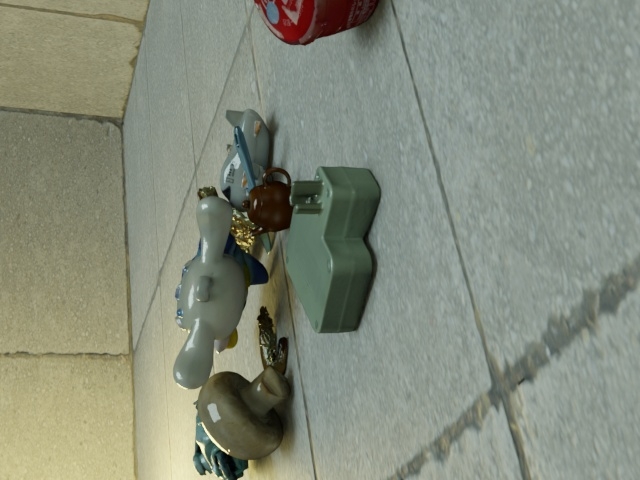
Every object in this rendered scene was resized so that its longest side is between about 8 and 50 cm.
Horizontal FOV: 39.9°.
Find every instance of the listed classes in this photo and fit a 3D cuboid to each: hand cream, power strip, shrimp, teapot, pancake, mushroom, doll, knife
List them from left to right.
[{"bbox_3d":[-0.235,0.106,1.910,0.376,0.187,0.365,-64,-4,0],"label":"doll"},{"bbox_3d":[-0.194,-0.019,2.070,0.244,0.057,0.266,-6,119,54],"label":"pancake"},{"bbox_3d":[-0.148,0.346,1.838,0.204,0.204,0.204,-177,90,-70],"label":"mushroom"},{"bbox_3d":[-0.151,-0.106,1.961,0.044,0.019,0.313,14,125,49],"label":"knife"},{"bbox_3d":[-0.113,-0.078,1.872,0.116,0.116,0.173,-117,36,-53],"label":"teapot"},{"bbox_3d":[-0.105,0.216,1.919,0.124,0.034,0.178,138,130,-59],"label":"shrimp"},{"bbox_3d":[-0.011,-0.458,1.508,0.230,0.149,0.230,42,144,42],"label":"hand cream"},{"bbox_3d":[0.000,0.000,1.525,0.229,0.141,0.261,-116,32,-51],"label":"power strip"}]

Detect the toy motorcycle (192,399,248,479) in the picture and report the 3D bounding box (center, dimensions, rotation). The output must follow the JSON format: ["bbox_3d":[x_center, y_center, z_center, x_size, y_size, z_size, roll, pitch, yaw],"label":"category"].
[{"bbox_3d":[-0.226,0.453,1.999,0.260,0.154,0.206,93,155,-78],"label":"toy motorcycle"}]

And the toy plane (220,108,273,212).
[{"bbox_3d":[-0.179,-0.185,2.058,0.244,0.117,0.245,-177,90,-68],"label":"toy plane"}]
